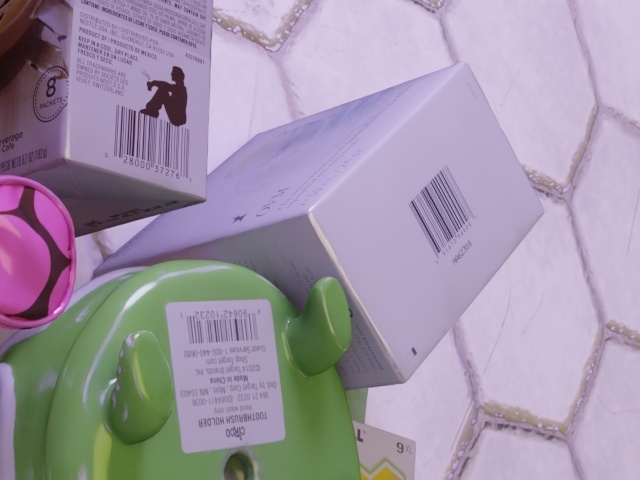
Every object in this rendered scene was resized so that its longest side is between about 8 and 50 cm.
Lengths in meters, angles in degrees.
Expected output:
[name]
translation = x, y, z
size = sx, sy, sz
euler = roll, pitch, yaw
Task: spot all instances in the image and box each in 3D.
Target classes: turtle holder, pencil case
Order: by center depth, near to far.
[pencil case]
translation = -0.239, 0.005, 0.757
size = 0.098, 0.209, 0.095
euler = 36, 58, -56
[turtle holder]
translation = -0.092, 0.175, 0.861
size = 0.243, 0.227, 0.320
euler = -43, 113, -45

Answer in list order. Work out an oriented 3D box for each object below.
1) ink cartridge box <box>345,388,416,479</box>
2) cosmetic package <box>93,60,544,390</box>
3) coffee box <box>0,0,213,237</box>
[ink cartridge box]
translation = 0.017, 0.197, 1.096
size = 0.109, 0.062, 0.209
euler = 25, 62, -41
[cosmetic package]
translation = 0.000, 0.000, 1.006
size = 0.224, 0.225, 0.138
euler = -45, 111, -44
[coffee box]
translation = -0.165, -0.163, 0.912
size = 0.119, 0.168, 0.297
euler = 16, 68, -45
